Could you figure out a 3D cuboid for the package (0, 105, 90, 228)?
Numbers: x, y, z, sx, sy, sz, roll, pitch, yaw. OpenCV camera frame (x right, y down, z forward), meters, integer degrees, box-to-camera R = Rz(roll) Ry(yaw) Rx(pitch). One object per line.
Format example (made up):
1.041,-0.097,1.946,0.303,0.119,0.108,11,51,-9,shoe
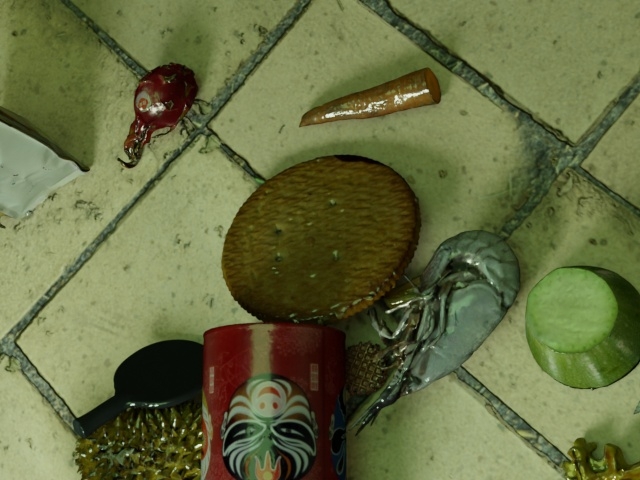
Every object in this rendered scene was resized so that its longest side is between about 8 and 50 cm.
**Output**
-0.541,-0.145,1.796,0.221,0.311,0.165,36,87,22,package

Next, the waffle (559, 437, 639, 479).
0.356,0.417,1.479,0.260,0.069,0.293,35,91,24,waffle

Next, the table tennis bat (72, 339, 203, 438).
-0.256,0.212,1.687,0.150,0.027,0.236,23,43,40,table tennis bat

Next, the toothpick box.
-0.063,0.291,1.581,0.204,0.204,0.333,-4,76,18,toothpick box

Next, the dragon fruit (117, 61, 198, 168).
-0.264,-0.196,1.838,0.094,0.094,0.190,35,94,23,dragon fruit

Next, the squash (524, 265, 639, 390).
0.344,0.104,1.539,0.170,0.123,0.170,-8,70,21,squash

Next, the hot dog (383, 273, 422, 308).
0.156,0.067,1.656,0.137,0.028,0.044,-23,44,10,hot dog

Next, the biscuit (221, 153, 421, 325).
0.000,0.000,1.677,0.305,0.038,0.305,-11,51,14,biscuit

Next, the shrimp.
0.137,0.129,1.582,0.145,0.116,0.343,39,88,-3,shrimp

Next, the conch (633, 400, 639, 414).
0.462,0.158,1.513,0.180,0.065,0.088,-44,46,-10,conch

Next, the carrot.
0.066,-0.207,1.747,0.224,0.057,0.057,-12,73,19,carrot

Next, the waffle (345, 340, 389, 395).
0.058,0.183,1.660,0.083,0.029,0.075,-22,67,16,waffle

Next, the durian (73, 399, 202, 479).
-0.240,0.322,1.677,0.250,0.138,0.183,-8,66,11,durian
